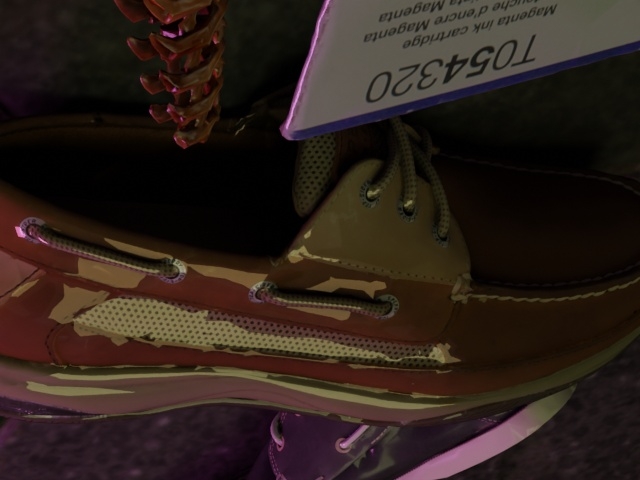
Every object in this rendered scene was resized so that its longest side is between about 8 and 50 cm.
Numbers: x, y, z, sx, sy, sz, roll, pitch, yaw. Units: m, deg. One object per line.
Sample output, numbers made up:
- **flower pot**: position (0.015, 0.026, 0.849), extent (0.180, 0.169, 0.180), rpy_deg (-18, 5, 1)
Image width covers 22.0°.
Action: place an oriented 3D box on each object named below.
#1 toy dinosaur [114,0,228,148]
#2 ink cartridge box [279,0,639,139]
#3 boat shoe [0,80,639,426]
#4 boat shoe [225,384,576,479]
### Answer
- **toy dinosaur**: position (-0.098, -0.132, 0.428), extent (0.218, 0.164, 0.322), rpy_deg (-36, 117, -6)
- **ink cartridge box**: position (0.141, -0.198, 0.485), extent (0.324, 0.071, 0.330), rpy_deg (-17, 148, -31)
- **boat shoe**: position (0.000, 0.000, 0.676), extent (0.324, 0.122, 0.120), rpy_deg (-4, 133, -18)
- **boat shoe**: position (0.012, 0.096, 0.833), extent (0.233, 0.084, 0.079), rpy_deg (-31, 100, 22)
